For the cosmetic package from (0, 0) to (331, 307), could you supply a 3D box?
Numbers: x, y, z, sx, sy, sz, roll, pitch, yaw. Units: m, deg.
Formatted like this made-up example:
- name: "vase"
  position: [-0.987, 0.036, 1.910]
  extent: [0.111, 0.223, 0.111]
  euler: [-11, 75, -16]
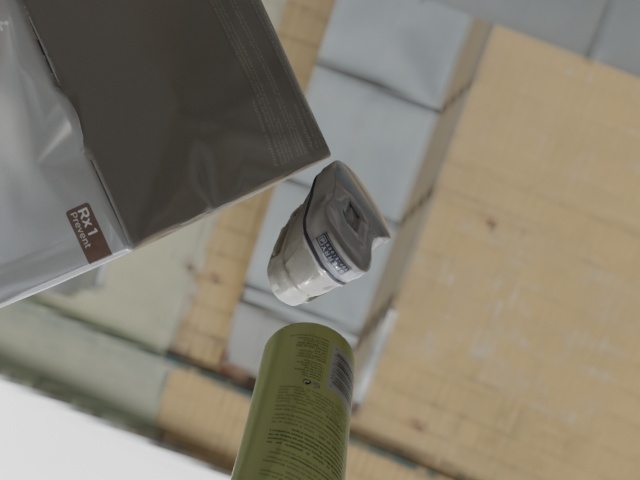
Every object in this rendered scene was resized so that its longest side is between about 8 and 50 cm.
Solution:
- name: "cosmetic package"
  position: [-0.097, -0.058, 0.830]
  extent: [0.238, 0.107, 0.127]
  euler: [-25, -88, -63]

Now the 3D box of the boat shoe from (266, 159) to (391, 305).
- name: "boat shoe"
  position: [0.000, 0.000, 0.607]
  extent: [0.035, 0.035, 0.100]
  euler: [55, -166, -10]

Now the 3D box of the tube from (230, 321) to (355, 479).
- name: "tube"
  position: [-0.019, 0.139, 1.028]
  extent: [0.070, 0.062, 0.240]
  euler: [-2, -148, 6]
